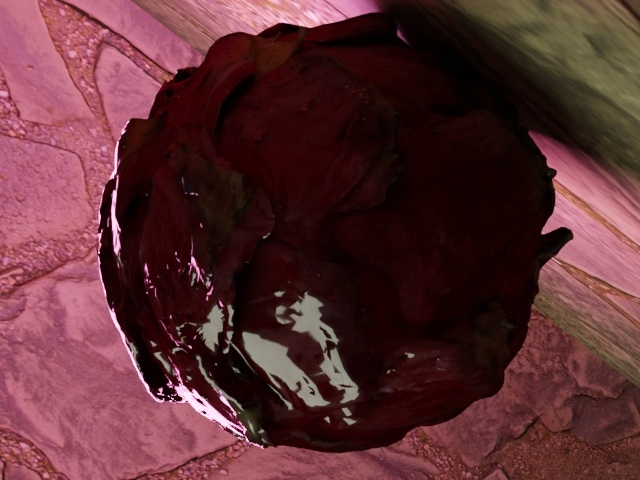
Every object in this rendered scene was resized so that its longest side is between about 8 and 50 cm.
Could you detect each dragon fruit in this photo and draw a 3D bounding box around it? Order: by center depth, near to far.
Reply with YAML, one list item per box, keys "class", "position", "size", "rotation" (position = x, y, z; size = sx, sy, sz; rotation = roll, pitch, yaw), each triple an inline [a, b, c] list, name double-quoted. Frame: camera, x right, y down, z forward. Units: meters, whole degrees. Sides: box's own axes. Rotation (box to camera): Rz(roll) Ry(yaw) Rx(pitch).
- class: "dragon fruit"
  position: [-0.001, -0.002, 0.626]
  size: [0.329, 0.329, 0.329]
  rotation: [35, -179, 0]
